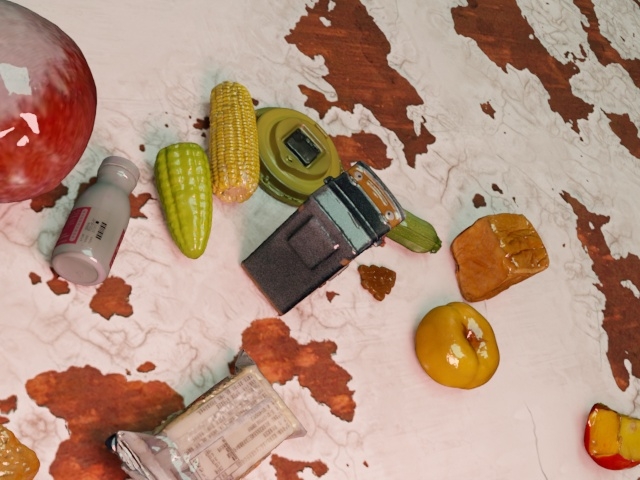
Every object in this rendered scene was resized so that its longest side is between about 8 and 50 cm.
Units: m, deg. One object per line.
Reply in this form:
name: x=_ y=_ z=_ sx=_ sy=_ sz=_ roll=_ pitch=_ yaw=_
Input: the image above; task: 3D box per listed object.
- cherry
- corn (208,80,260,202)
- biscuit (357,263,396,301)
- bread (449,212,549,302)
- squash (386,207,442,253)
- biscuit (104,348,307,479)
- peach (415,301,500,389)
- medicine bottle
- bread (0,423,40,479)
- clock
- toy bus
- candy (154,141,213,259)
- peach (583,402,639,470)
cherry: x=-0.494 y=-0.213 z=1.342 sx=0.327 sy=0.291 sz=0.335 roll=14 pitch=35 yaw=-17
corn: x=-0.160 y=-0.182 z=1.685 sx=0.093 sy=0.093 sz=0.244 roll=14 pitch=54 yaw=-29
biscuit: x=0.112 y=0.075 z=1.775 sx=0.092 sy=0.016 sz=0.082 roll=-21 pitch=71 yaw=-44
bread: x=0.366 y=0.034 z=1.898 sx=0.149 sy=0.158 sz=0.143 roll=-7 pitch=68 yaw=-35
squash: x=0.153 y=-0.035 z=1.841 sx=0.219 sy=0.068 sz=0.077 roll=29 pitch=16 yaw=-20
biscuit: x=-0.154 y=0.290 z=1.363 sx=0.186 sy=0.079 sz=0.309 roll=50 pitch=42 yaw=6
peach: x=0.260 y=0.200 z=1.744 sx=0.179 sy=0.103 sz=0.179 roll=20 pitch=54 yaw=-29
medicine bottle: x=-0.348 y=-0.036 z=1.450 sx=0.090 sy=0.090 sz=0.216 roll=29 pitch=48 yaw=-19
bread: x=-0.513 y=0.340 z=1.070 sx=0.185 sy=0.109 sz=0.380 roll=42 pitch=44 yaw=0
clock: x=-0.046 y=-0.175 z=1.794 sx=0.237 sy=0.057 sz=0.237 roll=20 pitch=51 yaw=-27
toy bus: x=0.000 y=0.000 z=1.559 sx=0.138 sy=0.275 sz=0.167 roll=52 pitch=47 yaw=3
candy: x=-0.227 y=-0.066 z=1.563 sx=0.097 sy=0.097 sz=0.209 roll=4 pitch=65 yaw=-35
peach: x=0.605 y=0.404 z=1.860 sx=0.151 sy=0.118 sz=0.151 roll=22 pitch=12 yaw=-5
